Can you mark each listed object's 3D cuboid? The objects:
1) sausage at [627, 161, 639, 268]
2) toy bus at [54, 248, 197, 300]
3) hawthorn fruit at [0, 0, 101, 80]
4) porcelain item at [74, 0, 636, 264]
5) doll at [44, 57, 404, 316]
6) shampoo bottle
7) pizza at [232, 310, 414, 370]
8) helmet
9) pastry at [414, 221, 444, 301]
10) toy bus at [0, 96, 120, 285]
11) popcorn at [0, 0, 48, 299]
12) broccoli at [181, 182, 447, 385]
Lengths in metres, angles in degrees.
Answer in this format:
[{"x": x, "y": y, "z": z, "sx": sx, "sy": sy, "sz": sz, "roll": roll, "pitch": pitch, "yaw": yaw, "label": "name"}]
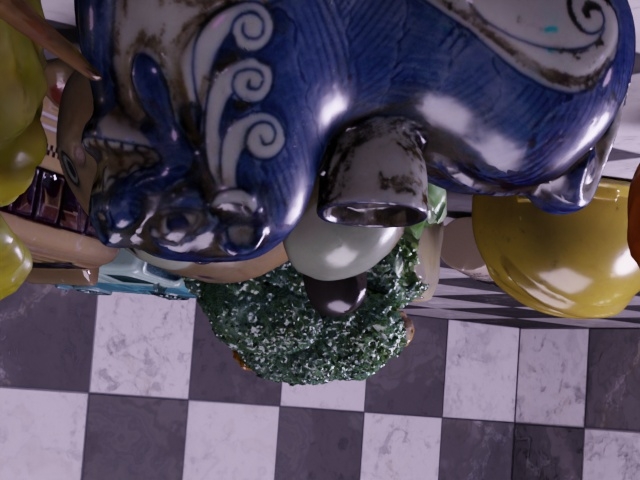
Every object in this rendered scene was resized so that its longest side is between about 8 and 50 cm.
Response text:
[{"x": 0.372, "y": -0.015, "z": 1.168, "sx": 0.268, "sy": 0.153, "sz": 0.141, "roll": 2, "pitch": 141, "yaw": 22, "label": "sausage"}, {"x": -0.239, "y": -0.006, "z": 1.759, "sx": 0.271, "sy": 0.133, "sz": 0.165, "roll": 2, "pitch": 170, "yaw": 36, "label": "toy bus"}, {"x": -0.226, "y": -0.106, "z": 0.385, "sx": 0.262, "sy": 0.258, "sz": 0.258, "roll": -26, "pitch": -175, "yaw": -21, "label": "hawthorn fruit"}, {"x": 0.024, "y": -0.076, "z": 0.721, "sx": 0.288, "sy": 0.186, "sz": 0.138, "roll": 6, "pitch": 172, "yaw": -29, "label": "porcelain item"}, {"x": -0.057, "y": -0.068, "z": 0.984, "sx": 0.235, "sy": 0.174, "sz": 0.330, "roll": 40, "pitch": 156, "yaw": -21, "label": "doll"}, {"x": 0.235, "y": 0.021, "z": 1.931, "sx": 0.127, "sy": 0.078, "sz": 0.257, "roll": 0, "pitch": 174, "yaw": 29, "label": "shampoo bottle"}, {"x": -0.015, "y": 0.109, "z": 1.704, "sx": 0.161, "sy": 0.085, "sz": 0.305, "roll": 4, "pitch": 176, "yaw": -40, "label": "pizza"}, {"x": 0.270, "y": 0.011, "z": 1.586, "sx": 0.257, "sy": 0.140, "sz": 0.205, "roll": 8, "pitch": 173, "yaw": -8, "label": "helmet"}, {"x": 0.016, "y": 0.004, "z": 1.667, "sx": 0.265, "sy": 0.133, "sz": 0.265, "roll": 4, "pitch": 175, "yaw": 0, "label": "pastry"}, {"x": -0.254, "y": -0.055, "z": 1.194, "sx": 0.139, "sy": 0.157, "sz": 0.289, "roll": 2, "pitch": 173, "yaw": 17, "label": "toy bus"}, {"x": -0.251, "y": -0.065, "z": 0.672, "sx": 0.247, "sy": 0.282, "sz": 0.282, "roll": -7, "pitch": 178, "yaw": -20, "label": "popcorn"}, {"x": 0.000, "y": 0.000, "z": 1.378, "sx": 0.270, "sy": 0.270, "sz": 0.270, "roll": -32, "pitch": -163, "yaw": -34, "label": "broccoli"}]
